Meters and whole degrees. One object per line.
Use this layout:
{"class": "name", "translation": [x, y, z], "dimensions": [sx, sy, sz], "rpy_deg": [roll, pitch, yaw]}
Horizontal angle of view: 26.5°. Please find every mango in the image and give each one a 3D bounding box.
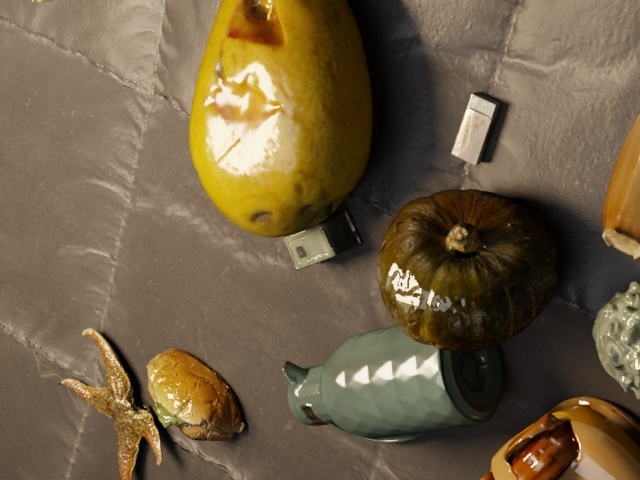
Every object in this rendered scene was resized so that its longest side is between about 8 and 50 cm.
{"class": "mango", "translation": [-0.048, -0.185, 1.725], "dimensions": [0.252, 0.182, 0.365], "rpy_deg": [8, 98, 35]}

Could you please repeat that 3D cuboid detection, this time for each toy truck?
{"class": "toy truck", "translation": [0.297, 0.316, 1.627], "dimensions": [0.204, 0.211, 0.288], "rpy_deg": [47, 128, 12]}

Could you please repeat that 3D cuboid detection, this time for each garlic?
{"class": "garlic", "translation": [0.380, -0.088, 1.504], "dimensions": [0.115, 0.128, 0.207], "rpy_deg": [-129, 47, -66]}

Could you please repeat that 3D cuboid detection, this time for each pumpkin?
{"class": "pumpkin", "translation": [0.166, 0.027, 1.617], "dimensions": [0.219, 0.219, 0.162], "rpy_deg": [25, 149, 25]}

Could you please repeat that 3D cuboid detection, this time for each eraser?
{"class": "eraser", "translation": [0.191, -0.137, 1.665], "dimensions": [0.038, 0.019, 0.083], "rpy_deg": [29, 119, 25]}

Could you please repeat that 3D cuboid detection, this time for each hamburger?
{"class": "hamburger", "translation": [-0.195, 0.231, 1.996], "dimensions": [0.176, 0.102, 0.087], "rpy_deg": [43, 112, 15]}

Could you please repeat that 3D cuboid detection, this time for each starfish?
{"class": "starfish", "translation": [-0.324, 0.263, 2.128], "dimensions": [0.138, 0.050, 0.247], "rpy_deg": [-36, 77, 37]}

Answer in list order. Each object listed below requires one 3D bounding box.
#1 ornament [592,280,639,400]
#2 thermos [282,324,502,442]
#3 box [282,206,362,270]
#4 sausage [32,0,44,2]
{"class": "ornament", "translation": [0.425, 0.069, 1.516], "dimensions": [0.285, 0.120, 0.130], "rpy_deg": [-42, 61, 34]}
{"class": "thermos", "translation": [0.095, 0.194, 1.775], "dimensions": [0.286, 0.145, 0.182], "rpy_deg": [-16, 130, 38]}
{"class": "box", "translation": [0.000, 0.000, 1.812], "dimensions": [0.084, 0.063, 0.060], "rpy_deg": [-21, 93, 35]}
{"class": "sausage", "translation": [-0.334, -0.412, 1.918], "dimensions": [0.269, 0.033, 0.033], "rpy_deg": [-34, 86, 37]}
